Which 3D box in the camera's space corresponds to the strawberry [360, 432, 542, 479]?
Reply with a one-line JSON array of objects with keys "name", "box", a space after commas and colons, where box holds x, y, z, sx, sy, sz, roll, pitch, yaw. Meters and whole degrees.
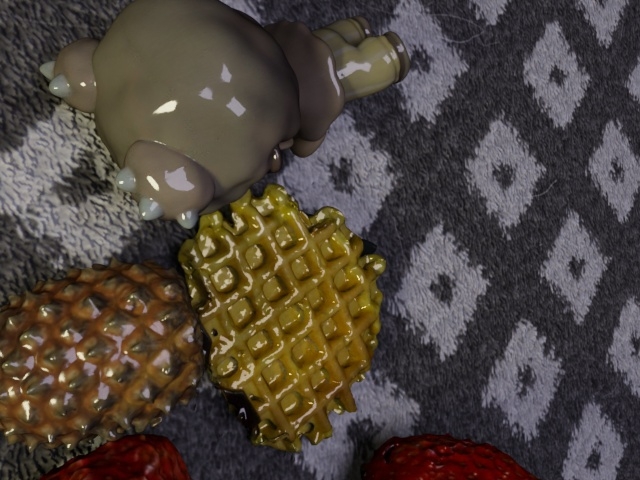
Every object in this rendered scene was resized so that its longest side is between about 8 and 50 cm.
[{"name": "strawberry", "box": [0.192, 0.370, 0.837, 0.250, 0.289, 0.238, 39, 54, -50]}]

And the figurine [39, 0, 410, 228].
[{"name": "figurine", "box": [-0.074, -0.163, 0.720, 0.381, 0.203, 0.248, -24, 69, -32]}]

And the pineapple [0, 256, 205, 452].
[{"name": "pineapple", "box": [-0.287, 0.124, 0.599, 0.361, 0.175, 0.174, -12, 94, -21]}]

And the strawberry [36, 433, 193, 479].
[{"name": "strawberry", "box": [-0.219, 0.341, 0.576, 0.292, 0.310, 0.291, -9, 118, -17]}]

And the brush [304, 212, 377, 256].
[{"name": "brush", "box": [0.000, 0.000, 0.887, 0.194, 0.016, 0.062, 11, 87, -34]}]

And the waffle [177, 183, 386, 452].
[{"name": "waffle", "box": [-0.045, 0.092, 0.816, 0.312, 0.060, 0.307, 30, 73, -30]}]
